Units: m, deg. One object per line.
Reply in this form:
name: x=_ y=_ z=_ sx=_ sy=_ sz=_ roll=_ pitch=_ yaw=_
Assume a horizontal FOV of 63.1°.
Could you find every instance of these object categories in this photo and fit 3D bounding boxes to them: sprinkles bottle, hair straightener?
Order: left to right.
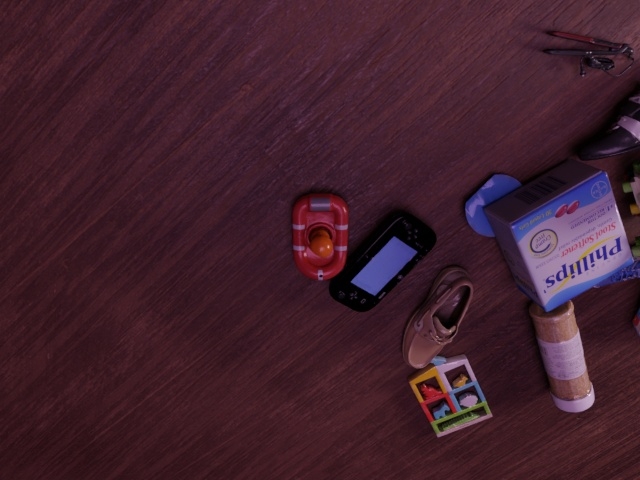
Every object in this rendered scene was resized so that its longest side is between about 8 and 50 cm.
sprinkles bottle: x=0.710 y=0.334 z=1.530 sx=0.121 sy=0.121 sz=0.356 roll=-20 pitch=112 yaw=7
hair straightener: x=0.643 y=-0.438 z=1.249 sx=0.230 sy=0.047 sz=0.089 roll=6 pitch=113 yaw=-9

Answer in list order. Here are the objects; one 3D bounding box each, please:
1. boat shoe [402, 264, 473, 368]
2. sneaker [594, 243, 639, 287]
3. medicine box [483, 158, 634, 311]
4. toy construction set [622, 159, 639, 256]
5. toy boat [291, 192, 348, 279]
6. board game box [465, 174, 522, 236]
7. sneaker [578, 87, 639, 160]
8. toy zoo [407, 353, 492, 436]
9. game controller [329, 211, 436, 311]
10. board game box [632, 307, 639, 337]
boat shoe: x=0.329 y=0.237 z=1.484 sx=0.121 sy=0.110 sz=0.341 roll=16 pitch=111 yaw=-8
sneaker: x=0.849 y=0.071 z=1.444 sx=0.211 sy=0.081 sz=0.080 roll=-30 pitch=111 yaw=11
medicine box: x=0.614 y=-0.013 z=1.344 sx=0.263 sy=0.149 sz=0.289 roll=-31 pitch=112 yaw=3
toy construction set: x=0.835 y=-0.077 z=1.298 sx=0.151 sy=0.215 sz=0.328 roll=2 pitch=123 yaw=32
toy boat: x=0.000 y=0.000 z=1.352 sx=0.150 sy=0.151 sz=0.231 roll=-1 pitch=113 yaw=-1
board game box: x=0.461 y=-0.096 z=1.390 sx=0.133 sy=0.033 sz=0.169 roll=41 pitch=99 yaw=-16
sneaker: x=0.780 y=-0.306 z=1.277 sx=0.330 sy=0.122 sz=0.146 roll=-24 pitch=95 yaw=8
toy zoo: x=0.399 y=0.472 z=1.630 sx=0.192 sy=0.030 sz=0.293 roll=-25 pitch=111 yaw=9
game controller: x=0.169 y=0.065 z=1.422 sx=0.166 sy=0.067 sz=0.319 roll=34 pitch=109 yaw=-24
board game box: x=1.071 y=0.162 z=1.418 sx=0.301 sy=0.086 sz=0.308 roll=0 pitch=133 yaw=4
